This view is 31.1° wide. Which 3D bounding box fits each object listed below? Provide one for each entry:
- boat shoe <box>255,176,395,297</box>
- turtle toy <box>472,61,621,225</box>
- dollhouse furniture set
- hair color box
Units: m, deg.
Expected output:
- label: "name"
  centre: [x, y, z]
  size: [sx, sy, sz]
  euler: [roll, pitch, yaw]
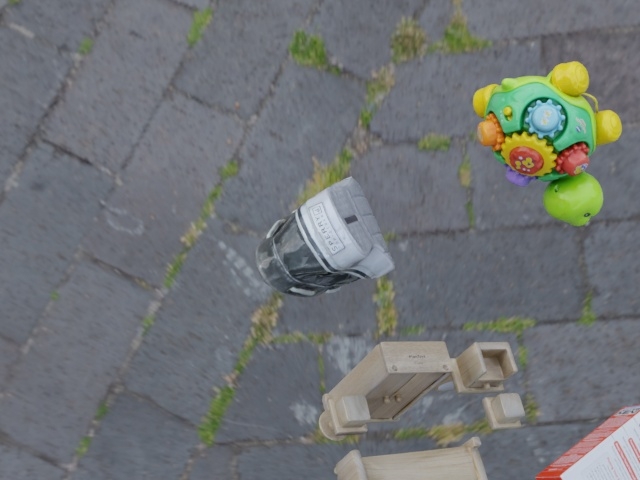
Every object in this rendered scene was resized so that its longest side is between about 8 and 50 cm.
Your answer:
- label: "boat shoe"
  centre: [0.000, 0.000, 1.298]
  size: [0.119, 0.335, 0.121]
  euler: [-26, 82, 10]
- label: "turtle toy"
  centre: [0.168, -0.068, 0.848]
  size: [0.130, 0.095, 0.066]
  euler: [48, 52, -26]
- label: "dollhouse furniture set"
  centre: [0.142, 0.329, 1.516]
  size: [0.303, 0.174, 0.355]
  euler: [1, 59, -29]
- label: "hair color box"
  centre: [0.344, 0.275, 1.366]
  size: [0.167, 0.053, 0.093]
  euler: [-29, 93, -28]
